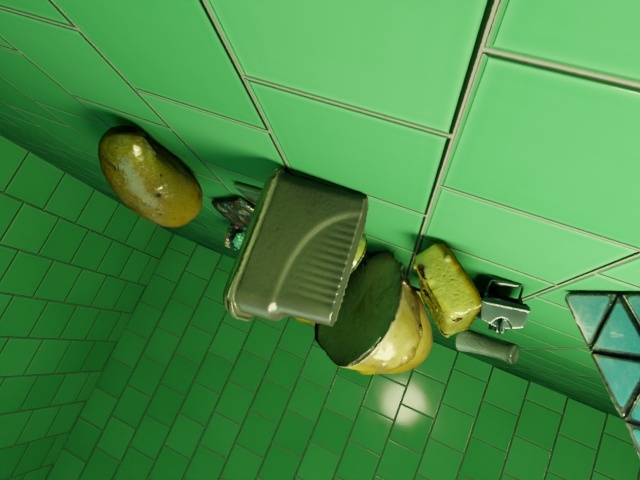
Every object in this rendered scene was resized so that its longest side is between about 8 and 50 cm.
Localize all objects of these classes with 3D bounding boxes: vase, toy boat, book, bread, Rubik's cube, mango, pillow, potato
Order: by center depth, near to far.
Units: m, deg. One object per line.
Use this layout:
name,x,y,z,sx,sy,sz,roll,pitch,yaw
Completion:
Rubik's cube,0.522,0.173,0.560,0.229,0.228,0.233,-29,-179,29
bread,0.264,0.119,0.853,0.138,0.077,0.361,64,-174,24
toy boat,0.377,0.137,0.866,0.093,0.102,0.246,11,178,16
mango,-0.400,-0.139,0.947,0.177,0.175,0.329,-25,157,7
book,-0.126,-0.095,0.948,0.135,0.017,0.103,17,167,25
potato,0.186,0.217,0.993,0.296,0.289,0.397,35,168,-17
pillow,-0.213,-0.058,1.183,0.189,0.034,0.256,44,158,-26
vase,0.656,0.419,1.586,0.220,0.096,0.096,8,161,45

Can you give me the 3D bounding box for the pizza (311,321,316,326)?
pizza,0.009,0.181,1.248,0.408,0.114,0.278,55,-164,21

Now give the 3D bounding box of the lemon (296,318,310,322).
lemon,-0.040,0.243,1.770,0.254,0.253,0.310,26,168,-14

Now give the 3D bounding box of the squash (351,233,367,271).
squash,0.000,0.000,0.875,0.187,0.122,0.123,26,169,-17

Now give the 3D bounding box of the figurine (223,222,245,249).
figurine,-0.301,-0.016,1.475,0.112,0.102,0.195,15,177,-27

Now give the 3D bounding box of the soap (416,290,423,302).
soap,0.203,0.158,1.268,0.253,0.036,0.092,12,173,-9

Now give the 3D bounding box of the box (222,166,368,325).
box,-0.034,0.024,0.697,0.179,0.273,0.138,15,169,12

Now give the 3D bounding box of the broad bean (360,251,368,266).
broad bean,0.010,-0.007,0.966,0.257,0.052,0.052,25,-179,-20
